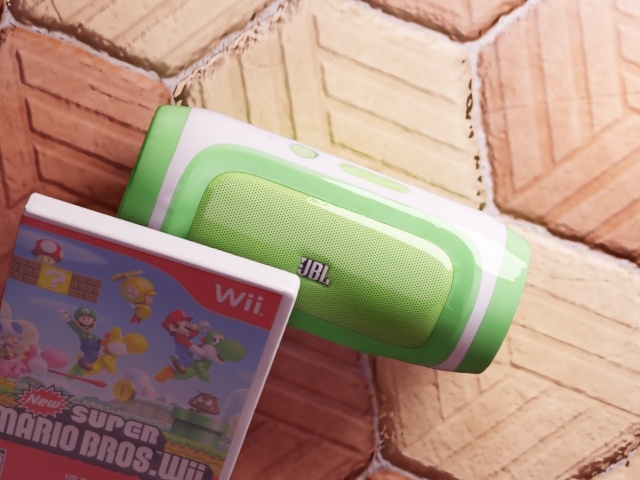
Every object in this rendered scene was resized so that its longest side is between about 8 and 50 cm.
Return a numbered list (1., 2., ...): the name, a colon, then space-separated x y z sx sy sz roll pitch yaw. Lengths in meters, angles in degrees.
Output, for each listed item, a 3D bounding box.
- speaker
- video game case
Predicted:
1. speaker: 0.000 0.000 1.365 0.296 0.131 0.131 20 101 -4
2. video game case: -0.150 0.108 1.376 0.204 0.025 0.285 17 127 -4
